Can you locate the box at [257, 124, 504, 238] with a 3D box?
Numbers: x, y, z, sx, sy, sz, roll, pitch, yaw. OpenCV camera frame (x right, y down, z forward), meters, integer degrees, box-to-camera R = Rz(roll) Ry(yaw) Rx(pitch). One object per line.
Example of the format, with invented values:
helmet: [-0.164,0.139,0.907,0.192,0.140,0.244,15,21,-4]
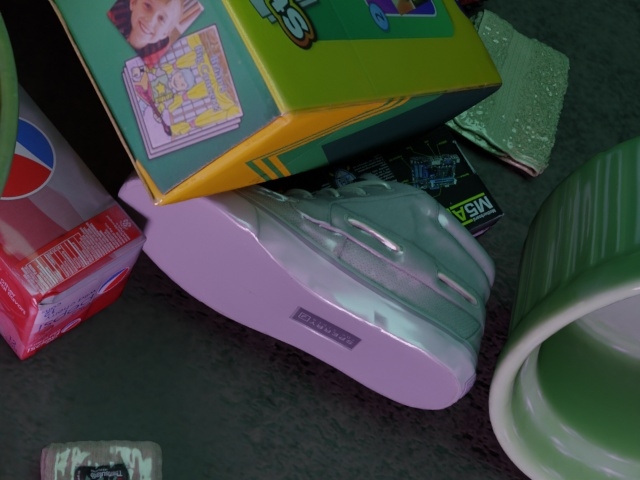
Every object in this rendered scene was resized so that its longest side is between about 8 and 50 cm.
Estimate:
box: [0.019,-0.055,0.800,0.191,0.045,0.184,-24,78,-32]

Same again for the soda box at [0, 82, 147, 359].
soda box: [-0.229,-0.059,0.663,0.083,0.092,0.263,-35,80,-33]

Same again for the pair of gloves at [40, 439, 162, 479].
pair of gloves: [-0.186,0.215,0.563,0.240,0.042,0.204,-3,61,-27]

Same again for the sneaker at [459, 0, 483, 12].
sneaker: [0.049,-0.278,0.901,0.262,0.104,0.125,8,58,-20]

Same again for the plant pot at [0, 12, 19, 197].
plant pot: [-0.295,0.005,0.475,0.275,0.293,0.274,10,60,-18]

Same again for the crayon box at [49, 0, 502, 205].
crayon box: [-0.060,-0.221,0.658,0.313,0.106,0.362,-20,81,-59]

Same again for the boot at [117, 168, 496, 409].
boot: [0.000,0.000,0.694,0.258,0.095,0.123,33,50,-13]

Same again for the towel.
towel: [0.164,-0.131,0.916,0.110,0.027,0.148,27,56,-9]

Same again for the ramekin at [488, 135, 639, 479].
ramekin: [0.269,0.062,0.698,0.303,0.303,0.148,23,49,-11]
